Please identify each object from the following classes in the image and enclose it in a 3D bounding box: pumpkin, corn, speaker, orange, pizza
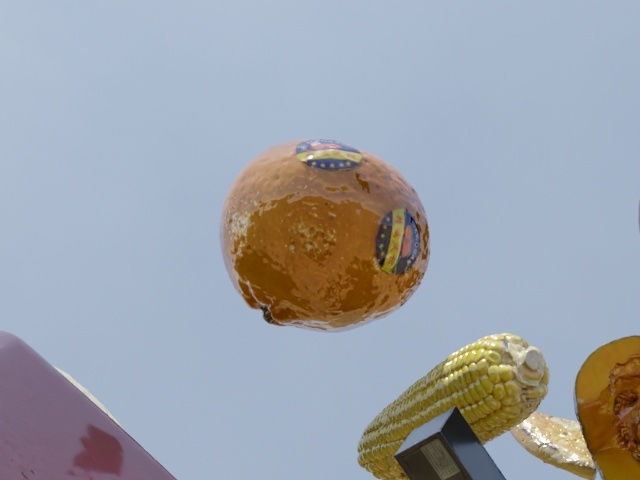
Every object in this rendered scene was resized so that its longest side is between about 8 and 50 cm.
[{"bbox_3d":[0.318,0.192,1.049,0.119,0.183,0.107,-21,-18,-4],"label":"pumpkin"},{"bbox_3d":[0.095,0.128,0.793,0.067,0.067,0.206,20,-39,-21],"label":"corn"},{"bbox_3d":[0.122,0.202,0.695,0.040,0.046,0.191,-34,-90,25],"label":"speaker"},{"bbox_3d":[0.003,-0.002,0.877,0.178,0.155,0.177,10,-3,1],"label":"orange"},{"bbox_3d":[0.286,0.242,1.257,0.099,0.160,0.035,4,-75,-29],"label":"pizza"}]

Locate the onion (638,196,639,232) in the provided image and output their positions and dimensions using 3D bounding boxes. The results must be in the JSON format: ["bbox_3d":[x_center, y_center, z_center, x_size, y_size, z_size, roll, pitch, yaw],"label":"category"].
[{"bbox_3d":[0.547,-0.004,1.379,0.348,0.385,0.347,33,-40,33],"label":"onion"}]

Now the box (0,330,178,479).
[{"bbox_3d":[-0.103,0.180,0.355,0.294,0.167,0.193,45,-73,0],"label":"box"}]

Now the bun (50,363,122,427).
[{"bbox_3d":[-0.294,0.262,0.865,0.227,0.349,0.352,-39,-50,24],"label":"bun"}]
